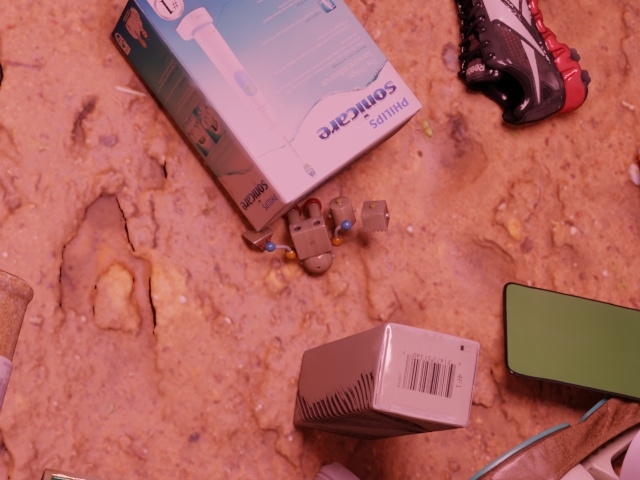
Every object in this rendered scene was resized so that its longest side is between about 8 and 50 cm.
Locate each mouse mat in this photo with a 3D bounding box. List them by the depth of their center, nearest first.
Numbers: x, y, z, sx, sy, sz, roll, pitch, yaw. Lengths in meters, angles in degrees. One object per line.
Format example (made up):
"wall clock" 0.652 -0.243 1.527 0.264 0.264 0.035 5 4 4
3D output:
"mouse mat" 0.313 0.122 1.828 0.189 0.007 0.153 12 44 -5

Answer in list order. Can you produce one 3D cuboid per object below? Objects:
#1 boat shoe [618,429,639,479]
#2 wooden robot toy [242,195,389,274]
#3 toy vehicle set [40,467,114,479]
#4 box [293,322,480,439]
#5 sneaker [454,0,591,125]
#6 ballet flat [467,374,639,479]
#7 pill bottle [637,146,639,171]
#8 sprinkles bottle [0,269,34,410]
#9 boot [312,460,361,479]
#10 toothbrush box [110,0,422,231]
"boat shoe" 0.418 0.329 1.739 0.108 0.102 0.301 -37 132 -28
"wooden robot toy" 0.000 0.000 1.779 0.173 0.076 0.079 -15 125 3
"toy vehicle set" -0.181 0.348 1.622 0.267 0.035 0.166 13 50 -16
"box" 0.066 0.159 1.649 0.113 0.275 0.094 13 76 -15
"sneaker" 0.217 -0.262 1.876 0.135 0.097 0.276 -32 92 -23
"ballet flat" 0.319 0.264 1.778 0.342 0.116 0.124 -25 60 -32
"pill bottle" 0.456 -0.051 1.921 0.086 0.086 0.152 -3 80 -19
"sprinkles bottle" -0.400 0.202 1.570 0.121 0.121 0.355 17 74 -15
"boot" 0.067 0.367 1.676 0.258 0.095 0.123 35 75 27
"toothbrush box" -0.063 -0.197 1.745 0.216 0.126 0.295 -37 88 -24
